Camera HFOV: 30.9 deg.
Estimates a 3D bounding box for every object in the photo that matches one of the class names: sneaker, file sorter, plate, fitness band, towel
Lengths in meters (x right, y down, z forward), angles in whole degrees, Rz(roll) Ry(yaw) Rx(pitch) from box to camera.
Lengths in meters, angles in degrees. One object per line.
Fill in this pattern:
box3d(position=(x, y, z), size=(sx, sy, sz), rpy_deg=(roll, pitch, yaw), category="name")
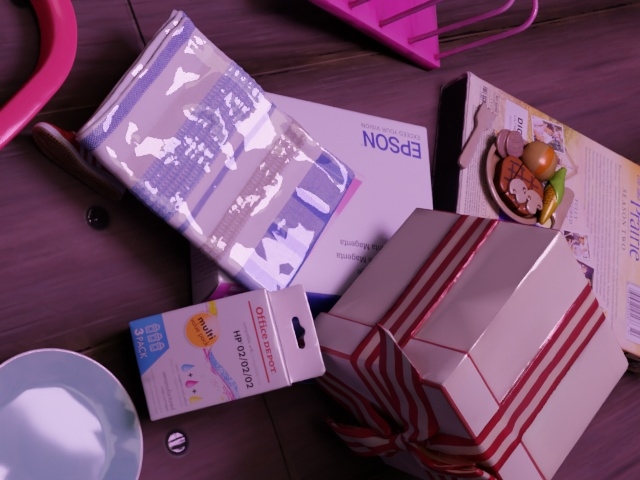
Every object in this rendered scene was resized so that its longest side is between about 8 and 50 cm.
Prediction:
box3d(position=(-0.242, -0.101, 1.213), size=(0.118, 0.042, 0.067), rpy_deg=(41, 58, -30), category="sneaker")
box3d(position=(0.128, -0.374, 1.451), size=(0.291, 0.182, 0.202), rpy_deg=(18, 64, -51), category="file sorter")
box3d(position=(-0.259, 0.198, 1.116), size=(0.188, 0.024, 0.188), rpy_deg=(12, 69, -34), category="plate")
box3d(position=(-0.367, -0.189, 1.143), size=(0.209, 0.054, 0.291), rpy_deg=(48, 54, -19), category="fitness band")
box3d(position=(-0.103, -0.089, 1.244), size=(0.285, 0.034, 0.209), rpy_deg=(43, 56, -16), category="towel")

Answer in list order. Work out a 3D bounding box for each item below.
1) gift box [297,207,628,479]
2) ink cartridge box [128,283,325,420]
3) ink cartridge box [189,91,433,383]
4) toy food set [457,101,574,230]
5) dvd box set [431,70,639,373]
box3d(position=(0.135, 0.123, 1.264), size=(0.258, 0.255, 0.276), rpy_deg=(-50, 120, -23), category="gift box")
box3d(position=(-0.093, 0.111, 1.185), size=(0.181, 0.061, 0.104), rpy_deg=(-15, 84, -2), category="ink cartridge box")
box3d(position=(0.000, 0.000, 1.353), size=(0.324, 0.071, 0.330), rpy_deg=(7, 70, -36), category="ink cartridge box")
box3d(position=(0.270, -0.086, 1.529), size=(0.192, 0.038, 0.132), rpy_deg=(41, 54, -19), category="toy food set")
box3d(position=(0.329, -0.017, 1.617), size=(0.420, 0.062, 0.307), rpy_deg=(22, 63, -31), category="dvd box set")
